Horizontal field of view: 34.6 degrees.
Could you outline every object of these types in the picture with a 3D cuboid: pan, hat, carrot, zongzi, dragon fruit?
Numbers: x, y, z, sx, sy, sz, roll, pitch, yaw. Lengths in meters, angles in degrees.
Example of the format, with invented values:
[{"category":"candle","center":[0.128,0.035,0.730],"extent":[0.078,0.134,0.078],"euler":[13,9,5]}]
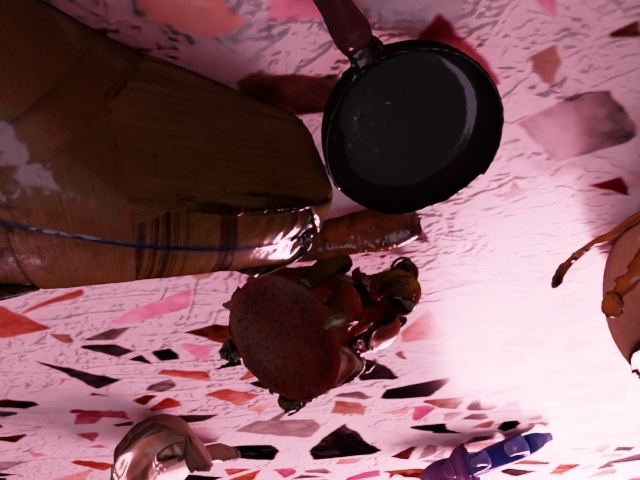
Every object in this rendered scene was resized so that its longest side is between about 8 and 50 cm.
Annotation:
[{"category":"pan","center":[0.030,-0.098,0.598],"extent":[0.115,0.040,0.212],"euler":[-36,130,5]},{"category":"hat","center":[-0.178,0.250,1.223],"extent":[0.147,0.085,0.175],"euler":[-27,170,16]},{"category":"carrot","center":[-0.001,0.000,0.799],"extent":[0.165,0.036,0.036],"euler":[-10,152,14]},{"category":"zongzi","center":[-0.104,-0.079,0.547],"extent":[0.260,0.123,0.289],"euler":[-3,148,-16]},{"category":"dragon fruit","center":[0.006,0.073,0.849],"extent":[0.175,0.142,0.138],"euler":[-18,121,-20]}]

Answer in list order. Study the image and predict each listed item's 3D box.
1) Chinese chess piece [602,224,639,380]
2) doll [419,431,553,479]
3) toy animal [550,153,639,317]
[{"category":"Chinese chess piece","center":[0.369,0.039,0.865],"extent":[0.257,0.104,0.257],"euler":[-4,153,-2]},{"category":"doll","center":[0.215,0.300,1.381],"extent":[0.206,0.067,0.110],"euler":[-26,157,15]},{"category":"toy animal","center":[0.267,-0.031,0.745],"extent":[0.255,0.114,0.116],"euler":[-26,180,41]}]
